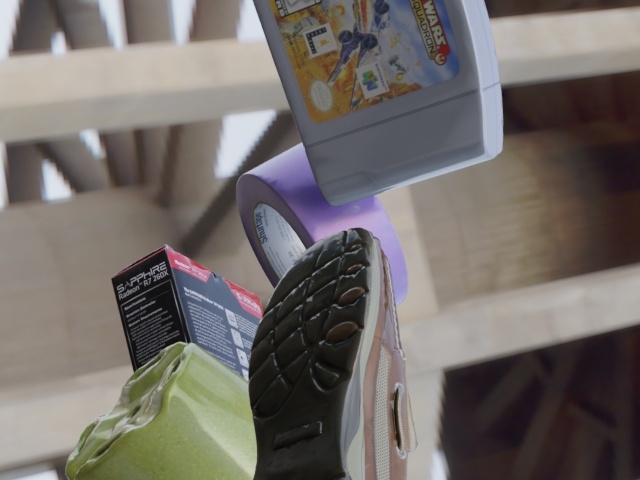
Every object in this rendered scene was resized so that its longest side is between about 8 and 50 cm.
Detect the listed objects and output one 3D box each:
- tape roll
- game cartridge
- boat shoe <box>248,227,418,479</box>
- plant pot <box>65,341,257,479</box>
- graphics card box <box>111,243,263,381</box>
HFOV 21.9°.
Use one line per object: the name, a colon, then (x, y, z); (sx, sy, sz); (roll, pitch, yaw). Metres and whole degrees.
tape roll: (0.000, 0.000, 1.619); (0.189, 0.080, 0.189); (49, -23, 28)
game cartridge: (0.046, -0.194, 1.458); (0.198, 0.062, 0.297); (-17, -84, 34)
boat shoe: (0.016, 0.148, 1.336); (0.122, 0.120, 0.324); (-17, -130, 34)
plant pot: (-0.102, 0.246, 1.630); (0.254, 0.276, 0.276); (44, -29, -14)
graphics card box: (-0.115, 0.211, 1.959); (0.094, 0.233, 0.371); (-28, -118, 17)
